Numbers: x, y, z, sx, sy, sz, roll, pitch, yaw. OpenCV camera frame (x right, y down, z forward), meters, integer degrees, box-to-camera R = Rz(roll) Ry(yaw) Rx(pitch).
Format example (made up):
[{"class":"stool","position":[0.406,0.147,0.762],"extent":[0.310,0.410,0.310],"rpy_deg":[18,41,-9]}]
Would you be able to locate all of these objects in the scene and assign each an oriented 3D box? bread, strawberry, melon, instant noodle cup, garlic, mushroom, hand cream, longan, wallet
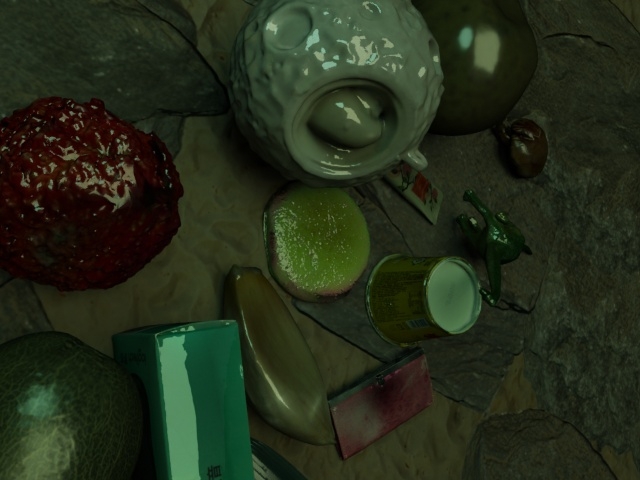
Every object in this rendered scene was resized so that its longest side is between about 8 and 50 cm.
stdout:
[{"class":"bread","position":[0.000,0.000,1.100],"extent":[0.229,0.033,0.228],"rpy_deg":[5,81,-33]},{"class":"strawberry","position":[-0.302,-0.063,0.801],"extent":[0.274,0.220,0.274],"rpy_deg":[5,82,-36]},{"class":"melon","position":[-0.342,0.257,0.713],"extent":[0.237,0.237,0.301],"rpy_deg":[38,68,-23]},{"class":"instant noodle cup","position":[0.198,0.106,1.146],"extent":[0.182,0.144,0.182],"rpy_deg":[6,80,-33]},{"class":"garlic","position":[-0.077,0.185,0.974],"extent":[0.143,0.112,0.318],"rpy_deg":[-15,84,-57]},{"class":"mushroom","position":[0.461,-0.220,1.412],"extent":[0.171,0.080,0.135],"rpy_deg":[36,54,-27]},{"class":"hand cream","position":[0.166,-0.122,1.227],"extent":[0.234,0.050,0.080],"rpy_deg":[36,61,-30]},{"class":"longan","position":[0.264,-0.363,1.200],"extent":[0.289,0.288,0.350],"rpy_deg":[15,64,-31]},{"class":"wallet","position":[0.112,0.291,1.126],"extent":[0.232,0.025,0.119],"rpy_deg":[-22,105,-33]}]

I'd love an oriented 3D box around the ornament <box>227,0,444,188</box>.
[{"class":"ornament","position":[0.020,-0.254,0.986],"extent":[0.337,0.337,0.336],"rpy_deg":[6,79,-33]}]

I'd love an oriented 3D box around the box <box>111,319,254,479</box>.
[{"class":"box","position":[-0.186,0.267,0.833],"extent":[0.118,0.205,0.311],"rpy_deg":[-4,85,-32]}]

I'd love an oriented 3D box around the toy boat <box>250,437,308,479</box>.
[{"class":"toy boat","position":[-0.084,0.381,0.957],"extent":[0.246,0.103,0.093],"rpy_deg":[44,37,-6]}]

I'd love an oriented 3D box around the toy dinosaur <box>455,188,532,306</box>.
[{"class":"toy dinosaur","position":[0.374,0.041,1.209],"extent":[0.447,0.087,0.300],"rpy_deg":[18,32,-41]}]
